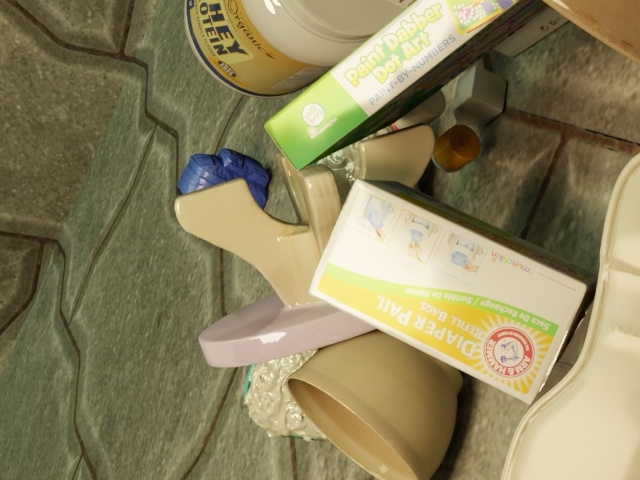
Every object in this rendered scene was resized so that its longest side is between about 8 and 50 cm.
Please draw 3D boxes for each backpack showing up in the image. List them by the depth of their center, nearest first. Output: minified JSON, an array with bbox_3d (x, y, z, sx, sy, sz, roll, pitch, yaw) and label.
[{"bbox_3d":[-0.145,-0.085,1.903,0.101,0.120,0.098,-67,21,7],"label":"backpack"}]

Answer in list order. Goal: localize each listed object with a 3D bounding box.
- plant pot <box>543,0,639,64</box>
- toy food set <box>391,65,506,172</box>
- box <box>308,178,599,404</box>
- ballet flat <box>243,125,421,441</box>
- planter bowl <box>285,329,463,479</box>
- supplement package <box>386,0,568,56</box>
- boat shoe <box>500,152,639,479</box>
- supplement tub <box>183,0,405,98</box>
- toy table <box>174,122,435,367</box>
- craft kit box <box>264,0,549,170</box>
[{"bbox_3d":[0.262,-0.259,0.900,0.229,0.263,0.263,-56,25,26],"label":"plant pot"},{"bbox_3d":[0.121,-0.171,1.355,0.104,0.111,0.232,-37,36,57],"label":"toy food set"},{"bbox_3d":[0.112,0.037,1.043,0.103,0.203,0.114,-67,-16,9],"label":"box"},{"bbox_3d":[0.043,0.030,1.392,0.147,0.147,0.409,24,97,68],"label":"ballet flat"},{"bbox_3d":[0.064,0.143,1.195,0.109,0.162,0.162,-47,15,-18],"label":"planter bowl"},{"bbox_3d":[0.152,-0.275,1.276,0.105,0.179,0.105,-30,44,59],"label":"supplement package"},{"bbox_3d":[0.226,0.096,0.933,0.112,0.095,0.335,22,97,33],"label":"boat shoe"},{"bbox_3d":[-0.029,-0.323,1.685,0.316,0.228,0.228,-15,58,65],"label":"supplement tub"},{"bbox_3d":[0.000,0.000,1.229,0.252,0.274,0.161,-165,56,-71],"label":"toy table"},{"bbox_3d":[0.100,-0.170,1.116,0.250,0.061,0.246,-36,-4,27],"label":"craft kit box"}]
